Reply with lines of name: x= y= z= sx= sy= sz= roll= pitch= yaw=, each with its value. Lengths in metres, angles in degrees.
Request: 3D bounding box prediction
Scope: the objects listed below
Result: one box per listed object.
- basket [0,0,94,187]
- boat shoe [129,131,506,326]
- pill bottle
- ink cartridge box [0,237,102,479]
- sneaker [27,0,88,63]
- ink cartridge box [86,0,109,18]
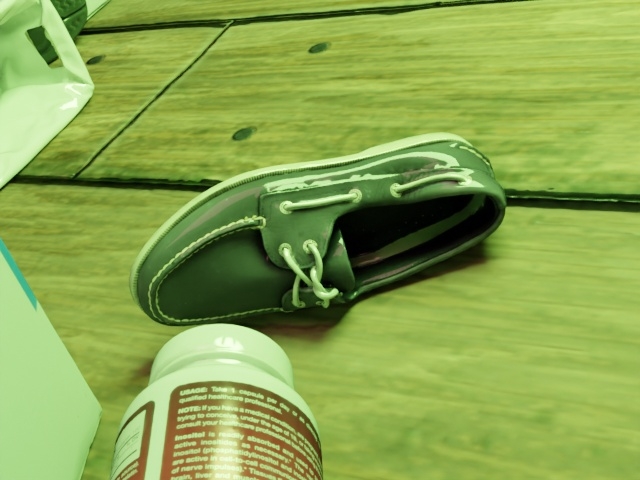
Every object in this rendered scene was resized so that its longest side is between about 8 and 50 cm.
basket: x=-0.285 y=-0.120 z=0.800 sx=0.103 sy=0.113 sz=0.167 roll=-2 pitch=38 yaw=29
boat shoe: x=0.000 y=0.000 z=0.518 sx=0.206 sy=0.075 sz=0.065 roll=-20 pitch=31 yaw=-7
pill bottle: x=-0.040 y=0.105 z=0.382 sx=0.086 sy=0.086 sz=0.152 roll=-15 pitch=35 yaw=8
ink cartridge box: x=-0.252 y=0.095 z=0.431 sx=0.233 sy=0.171 sz=0.168 roll=-11 pitch=35 yaw=13
sneaker: x=-0.343 y=-0.195 z=0.956 sx=0.227 sy=0.087 sz=0.130 roll=-39 pitch=44 yaw=-16
ink cartridge box: x=-0.336 y=-0.295 z=1.043 sx=0.191 sy=0.139 sz=0.082 roll=2 pitch=39 yaw=30
